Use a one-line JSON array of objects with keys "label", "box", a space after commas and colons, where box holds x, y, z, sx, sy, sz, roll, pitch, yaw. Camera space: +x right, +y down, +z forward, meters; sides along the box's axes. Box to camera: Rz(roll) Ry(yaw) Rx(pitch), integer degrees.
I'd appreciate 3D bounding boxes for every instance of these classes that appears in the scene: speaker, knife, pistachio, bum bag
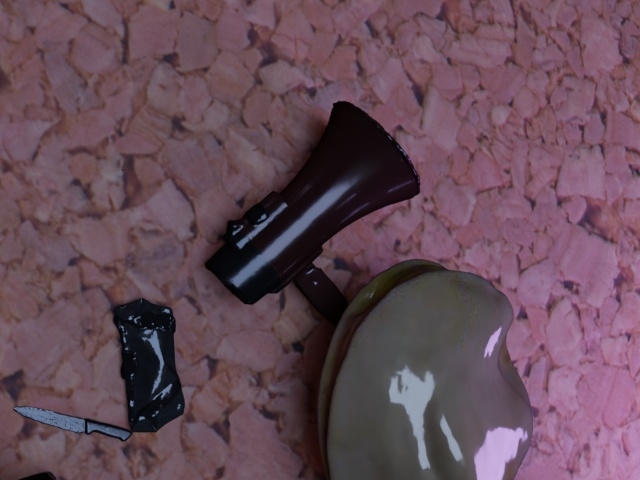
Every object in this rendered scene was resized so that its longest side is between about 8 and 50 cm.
[{"label": "speaker", "box": [-0.007, -0.019, 1.326, 0.329, 0.198, 0.259, -46, 147, -6]}, {"label": "knife", "box": [-0.349, 0.259, 1.186, 0.170, 0.010, 0.023, 21, 72, -22]}, {"label": "pistachio", "box": [0.162, 0.254, 1.285, 0.365, 0.281, 0.445, 10, 87, -29]}, {"label": "bum bag", "box": [-0.246, 0.182, 1.219, 0.087, 0.049, 0.197, -7, 91, -21]}]

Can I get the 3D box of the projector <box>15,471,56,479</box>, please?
[{"label": "projector", "box": [-0.388, 0.364, 1.118, 0.083, 0.083, 0.082, -13, 93, -25]}]
